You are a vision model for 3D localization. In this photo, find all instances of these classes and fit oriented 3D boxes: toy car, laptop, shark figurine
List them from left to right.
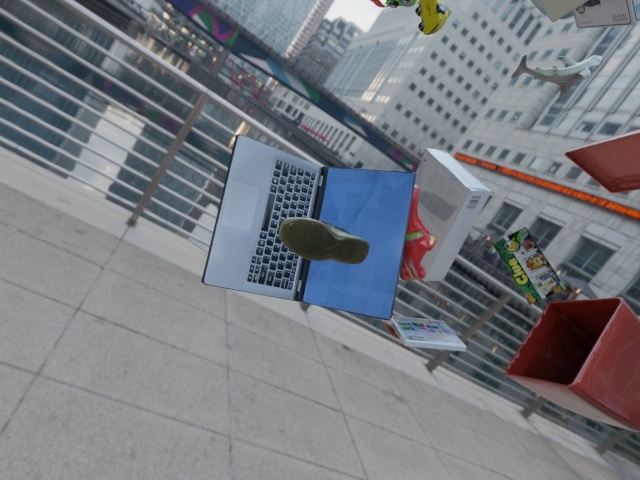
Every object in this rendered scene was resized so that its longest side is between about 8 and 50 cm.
[{"bbox_3d":[-0.021,-0.036,1.018,0.408,0.381,0.236,16,-9,-31],"label":"laptop"},{"bbox_3d":[0.225,-0.554,0.897,0.053,0.238,0.225,7,13,-28],"label":"toy car"},{"bbox_3d":[0.816,-0.561,1.438,0.278,0.166,0.116,5,-36,20],"label":"shark figurine"}]

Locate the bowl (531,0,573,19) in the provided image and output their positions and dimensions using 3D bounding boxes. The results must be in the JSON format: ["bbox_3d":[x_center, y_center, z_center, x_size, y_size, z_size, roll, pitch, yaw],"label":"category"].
[{"bbox_3d":[0.750,-0.820,1.284,0.312,0.163,0.311,14,62,-27],"label":"bowl"}]

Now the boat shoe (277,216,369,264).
[{"bbox_3d":[0.001,-0.001,0.866,0.224,0.080,0.073,14,9,-34],"label":"boat shoe"}]

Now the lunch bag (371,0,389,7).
[{"bbox_3d":[0.195,-0.851,1.250,0.293,0.258,0.120,-22,35,-38],"label":"lunch bag"}]

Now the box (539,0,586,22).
[{"bbox_3d":[0.390,-0.386,0.473,0.094,0.275,0.113,55,43,-10],"label":"box"}]

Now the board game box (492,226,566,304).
[{"bbox_3d":[0.763,0.093,1.525,0.030,0.136,0.259,15,47,-61],"label":"board game box"}]

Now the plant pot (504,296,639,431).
[{"bbox_3d":[0.709,0.332,1.082,0.236,0.267,0.267,41,-14,0],"label":"plant pot"}]

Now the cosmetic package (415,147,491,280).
[{"bbox_3d":[0.402,-0.089,1.458,0.098,0.377,0.284,0,38,-23],"label":"cosmetic package"}]

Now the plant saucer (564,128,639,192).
[{"bbox_3d":[0.979,-0.254,1.322,0.259,0.047,0.258,31,-11,-15],"label":"plant saucer"}]

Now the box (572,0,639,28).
[{"bbox_3d":[0.581,-0.596,0.845,0.290,0.087,0.169,53,6,-25],"label":"box"}]

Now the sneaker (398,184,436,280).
[{"bbox_3d":[0.257,-0.021,1.129,0.119,0.278,0.107,3,22,9],"label":"sneaker"}]

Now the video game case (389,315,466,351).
[{"bbox_3d":[0.268,0.236,1.058,0.157,0.019,0.143,7,13,-8],"label":"video game case"}]
